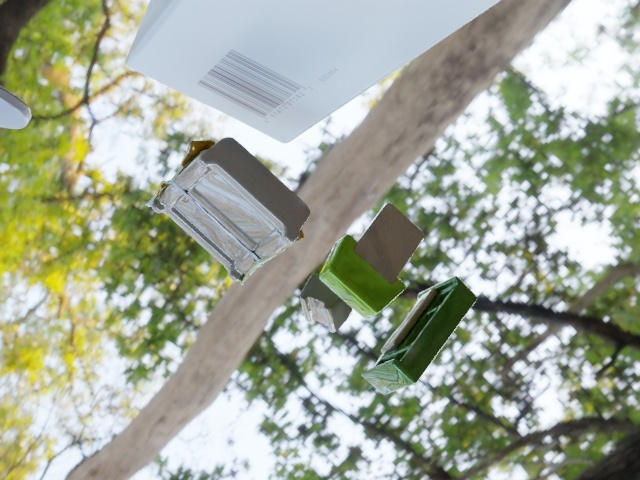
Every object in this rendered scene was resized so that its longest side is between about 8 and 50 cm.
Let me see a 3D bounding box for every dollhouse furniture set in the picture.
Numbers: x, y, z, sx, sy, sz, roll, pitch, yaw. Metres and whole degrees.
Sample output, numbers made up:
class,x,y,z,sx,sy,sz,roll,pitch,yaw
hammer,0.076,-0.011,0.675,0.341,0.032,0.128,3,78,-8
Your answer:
class,x,y,z,sx,sy,sz,roll,pitch,yaw
dollhouse furniture set,0.000,0.000,0.550,0.152,0.076,0.058,42,-120,-7

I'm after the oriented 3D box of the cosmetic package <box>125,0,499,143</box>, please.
class,x,y,z,sx,sy,sz,roll,pitch,yaw
cosmetic package,0.063,-0.224,0.428,0.097,0.377,0.284,26,-111,-18

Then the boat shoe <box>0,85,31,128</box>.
class,x,y,z,sx,sy,sz,roll,pitch,yaw
boat shoe,-0.243,-0.112,0.807,0.100,0.035,0.035,25,-126,-14
